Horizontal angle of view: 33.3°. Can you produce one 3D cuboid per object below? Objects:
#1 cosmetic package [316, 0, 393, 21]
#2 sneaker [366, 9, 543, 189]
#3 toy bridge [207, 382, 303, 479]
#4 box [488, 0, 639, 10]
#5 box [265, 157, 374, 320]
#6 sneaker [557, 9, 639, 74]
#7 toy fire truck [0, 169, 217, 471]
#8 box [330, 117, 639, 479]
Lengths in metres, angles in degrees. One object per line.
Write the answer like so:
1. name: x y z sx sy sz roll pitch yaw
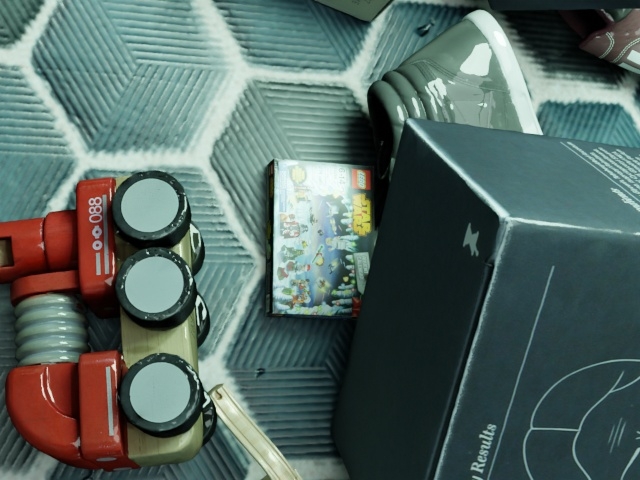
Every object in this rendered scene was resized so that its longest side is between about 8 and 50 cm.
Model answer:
1. cosmetic package: 0.035 -0.377 0.969 0.160 0.113 0.309 21 74 -13
2. sneaker: 0.137 -0.041 0.957 0.147 0.104 0.296 -25 96 -6
3. toy bridge: -0.032 0.198 0.867 0.026 0.063 0.188 -35 92 -21
4. box: 0.219 -0.402 0.913 0.294 0.182 0.296 52 54 -46
5. box: 0.000 0.000 0.933 0.094 0.027 0.137 3 79 -19
6. sneaker: 0.312 -0.301 1.052 0.162 0.106 0.281 14 77 -12
7. toy fire truck: -0.212 0.061 0.797 0.246 0.158 0.217 -6 72 -1
8. box: 0.242 0.094 0.836 0.395 0.212 0.293 6 112 -18
